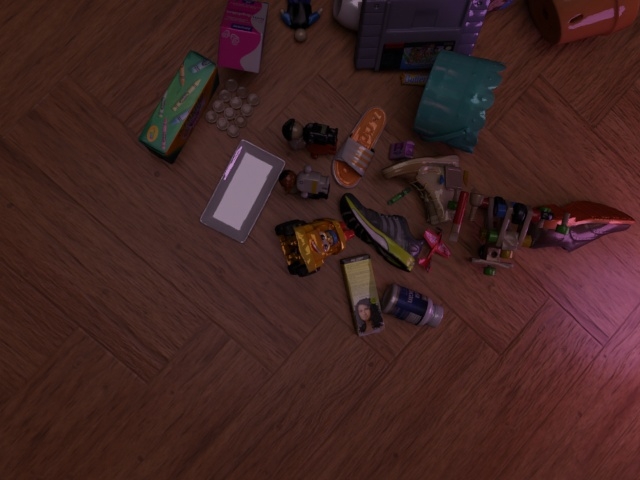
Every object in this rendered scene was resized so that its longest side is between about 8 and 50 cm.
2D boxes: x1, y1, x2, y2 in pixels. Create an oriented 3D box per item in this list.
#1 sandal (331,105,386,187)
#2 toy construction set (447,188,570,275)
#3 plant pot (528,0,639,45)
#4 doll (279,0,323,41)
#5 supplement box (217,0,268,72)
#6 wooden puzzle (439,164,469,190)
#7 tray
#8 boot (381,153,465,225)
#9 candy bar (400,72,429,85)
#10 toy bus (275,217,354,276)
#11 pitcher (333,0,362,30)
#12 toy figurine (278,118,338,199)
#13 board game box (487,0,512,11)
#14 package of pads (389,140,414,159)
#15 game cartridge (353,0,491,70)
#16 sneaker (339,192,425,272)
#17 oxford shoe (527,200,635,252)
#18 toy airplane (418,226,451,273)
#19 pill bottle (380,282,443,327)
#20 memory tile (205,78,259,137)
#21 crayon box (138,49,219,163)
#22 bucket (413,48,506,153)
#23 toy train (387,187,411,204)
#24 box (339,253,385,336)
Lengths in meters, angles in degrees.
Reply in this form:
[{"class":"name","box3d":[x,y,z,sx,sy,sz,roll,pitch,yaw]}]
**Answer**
[{"class":"sandal","box3d":[0.118,-0.284,1.548,0.102,0.076,0.265,26,86,-7]},{"class":"toy construction set","box3d":[0.487,-0.007,1.509,0.309,0.257,0.237,8,101,-24]},{"class":"plant pot","box3d":[0.753,-0.716,1.552,0.204,0.291,0.290,-25,94,8]},{"class":"doll","box3d":[-0.056,-0.676,1.538,0.129,0.046,0.188,0,90,-7]},{"class":"supplement box","box3d":[-0.207,-0.558,1.423,0.111,0.113,0.220,8,45,-8]},{"class":"wooden puzzle","box3d":[0.389,-0.181,1.539,0.117,0.014,0.078,10,77,-32]},{"class":"tray","box3d":[-0.224,-0.141,1.522,0.145,0.030,0.270,27,86,-8]},{"class":"boot","box3d":[0.309,-0.143,1.554,0.262,0.095,0.203,-10,93,-27]},{"class":"candy bar","box3d":[0.320,-0.487,1.607,0.162,0.018,0.040,2,89,-9]},{"class":"toy bus","box3d":[0.000,0.000,1.466,0.212,0.220,0.149,-18,95,-14]},{"class":"pitcher","box3d":[0.145,-0.694,1.541,0.207,0.125,0.177,3,69,-18]},{"class":"toy figurine","box3d":[-0.038,-0.220,1.461,0.148,0.213,0.209,10,91,1]},{"class":"board game box","box3d":[0.424,-0.800,1.559,0.291,0.141,0.231,-14,92,-8]},{"class":"package of pads","box3d":[0.240,-0.266,1.562,0.032,0.083,0.050,8,89,-29]},{"class":"game cartridge","box3d":[0.282,-0.594,1.504,0.356,0.230,0.068,-5,53,-8]},{"class":"sneaker","box3d":[0.181,-0.041,1.554,0.300,0.111,0.121,42,74,-12]},{"class":"oxford shoe","box3d":[0.803,-0.040,1.644,0.364,0.130,0.132,-2,120,-12]},{"class":"toy airplane","box3d":[0.338,0.031,1.581,0.151,0.028,0.151,-3,95,-42]},{"class":"pill bottle","box3d":[0.272,0.197,1.561,0.170,0.094,0.094,22,87,-8]},{"class":"memory tile","box3d":[-0.254,-0.383,1.527,0.113,0.012,0.148,32,85,-7]},{"class":"crayon box","box3d":[-0.378,-0.355,1.432,0.081,0.165,0.278,29,86,-7]},{"class":"bucket","box3d":[0.386,-0.393,1.485,0.183,0.281,0.281,21,87,10]},{"class":"toy train","box3d":[0.239,-0.133,1.592,0.083,0.024,0.017,-35,95,-7]},{"class":"box","box3d":[0.124,0.160,1.558,0.088,0.058,0.232,-13,91,-8]}]
